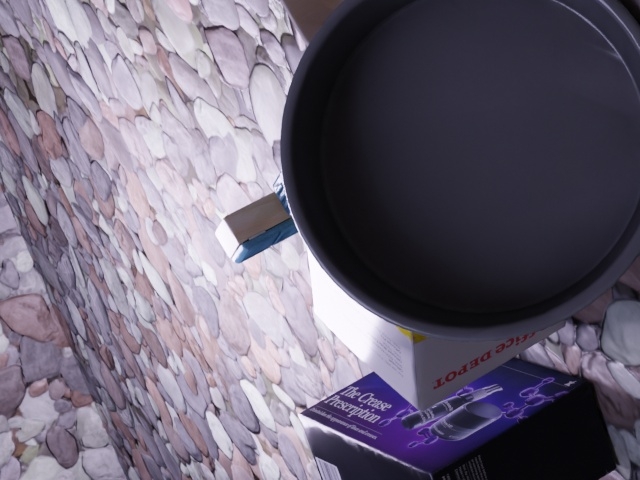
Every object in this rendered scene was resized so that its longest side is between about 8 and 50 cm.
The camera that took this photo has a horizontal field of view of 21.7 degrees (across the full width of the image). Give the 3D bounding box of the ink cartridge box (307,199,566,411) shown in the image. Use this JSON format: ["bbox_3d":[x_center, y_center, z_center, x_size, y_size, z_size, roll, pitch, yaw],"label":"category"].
[{"bbox_3d":[0.097,-0.011,1.447,0.168,0.171,0.232,42,149,41],"label":"ink cartridge box"}]

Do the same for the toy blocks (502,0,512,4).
[{"bbox_3d":[0.105,-0.235,1.332,0.148,0.054,0.123,58,157,11],"label":"toy blocks"}]

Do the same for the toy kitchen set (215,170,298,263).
[{"bbox_3d":[0.000,0.000,1.732,0.166,0.122,0.207,58,158,10],"label":"toy kitchen set"}]

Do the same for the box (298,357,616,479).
[{"bbox_3d":[0.124,0.190,1.597,0.261,0.184,0.103,13,125,61],"label":"box"}]

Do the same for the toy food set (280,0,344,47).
[{"bbox_3d":[-0.042,-0.340,1.410,0.220,0.092,0.306,-118,16,-45],"label":"toy food set"}]

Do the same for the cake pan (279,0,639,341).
[{"bbox_3d":[0.117,-0.071,1.248,0.293,0.293,0.054,58,-169,10],"label":"cake pan"}]
